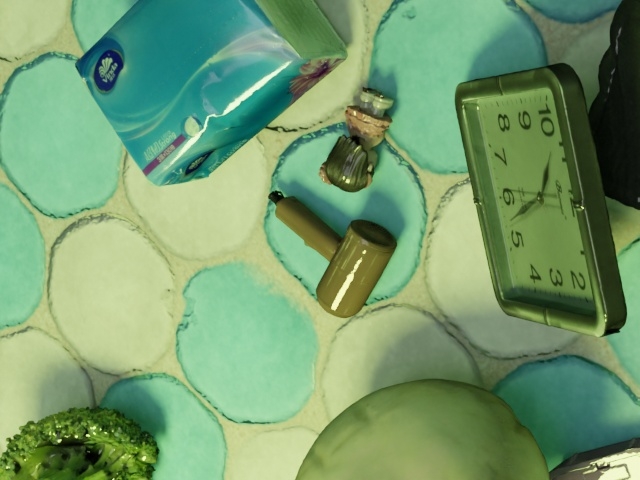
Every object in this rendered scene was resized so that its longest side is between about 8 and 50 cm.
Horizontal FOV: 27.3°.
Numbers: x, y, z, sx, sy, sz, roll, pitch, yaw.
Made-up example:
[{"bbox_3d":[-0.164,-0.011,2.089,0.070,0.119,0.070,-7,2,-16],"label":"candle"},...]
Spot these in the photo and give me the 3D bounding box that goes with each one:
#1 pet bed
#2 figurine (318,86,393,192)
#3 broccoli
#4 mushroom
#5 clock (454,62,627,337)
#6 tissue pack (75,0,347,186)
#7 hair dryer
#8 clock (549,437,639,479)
[{"bbox_3d":[0.365,-0.126,1.324,0.183,0.159,0.211,20,109,23],"label":"pet bed"},{"bbox_3d":[0.041,-0.118,1.563,0.072,0.054,0.129,27,110,25],"label":"figurine"},{"bbox_3d":[-0.333,0.326,1.796,0.226,0.176,0.198,-15,98,45],"label":"broccoli"},{"bbox_3d":[0.093,0.328,1.499,0.315,0.315,0.356,34,115,18],"label":"mushroom"},{"bbox_3d":[0.232,-0.045,1.390,0.279,0.049,0.273,-169,66,-73],"label":"clock"},{"bbox_3d":[-0.135,-0.218,1.582,0.263,0.146,0.198,-38,81,30],"label":"tissue pack"},{"bbox_3d":[0.000,0.000,1.613,0.181,0.064,0.117,41,119,24],"label":"hair dryer"},{"bbox_3d":[0.338,0.288,1.492,0.152,0.050,0.110,-21,90,31],"label":"clock"}]
